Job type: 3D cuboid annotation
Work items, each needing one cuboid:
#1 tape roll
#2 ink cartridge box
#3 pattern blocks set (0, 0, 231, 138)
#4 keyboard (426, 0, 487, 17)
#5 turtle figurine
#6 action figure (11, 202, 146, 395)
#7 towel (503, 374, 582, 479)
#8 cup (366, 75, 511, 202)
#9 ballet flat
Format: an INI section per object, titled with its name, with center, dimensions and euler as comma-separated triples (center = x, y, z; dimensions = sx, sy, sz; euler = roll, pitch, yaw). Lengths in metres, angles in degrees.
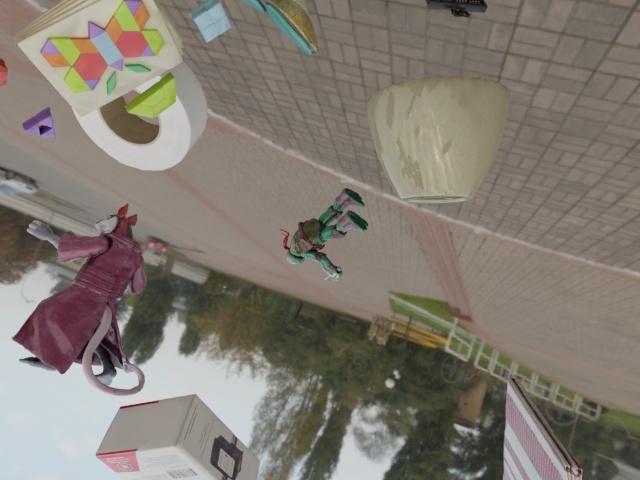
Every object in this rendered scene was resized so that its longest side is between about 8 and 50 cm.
[tape roll]
center = -0.403, -0.298, 1.055
dimensions = 0.286, 0.100, 0.286
euler = 9, 134, 9
[ink cartridge box]
center = -0.241, 0.391, 0.842
dimensions = 0.172, 0.100, 0.237
euler = -15, 124, 20
[pattern blocks set]
center = -0.281, -0.254, 0.618
dimensions = 0.026, 0.325, 0.285
euler = 54, -173, 24
[keyboard]
center = 0.341, -0.605, 1.192
dimensions = 0.180, 0.108, 0.023
euler = -8, 160, -22
[turtle figurine]
center = 0.000, 0.000, 1.019
dimensions = 0.118, 0.175, 0.234
euler = 13, 136, -41
[action figure]
center = -0.461, 0.092, 0.968
dimensions = 0.275, 0.370, 0.248
euler = 8, 164, 40
[towel]
center = 0.434, 0.471, 0.953
dimensions = 0.037, 0.329, 0.237
euler = -10, -154, -2
[cup]
center = 0.273, -0.214, 1.121
dimensions = 0.331, 0.237, 0.331
euler = 1, 179, 0
[ballet flat]
center = -0.115, -0.634, 1.246
dimensions = 0.348, 0.123, 0.123
euler = 41, 174, 11
